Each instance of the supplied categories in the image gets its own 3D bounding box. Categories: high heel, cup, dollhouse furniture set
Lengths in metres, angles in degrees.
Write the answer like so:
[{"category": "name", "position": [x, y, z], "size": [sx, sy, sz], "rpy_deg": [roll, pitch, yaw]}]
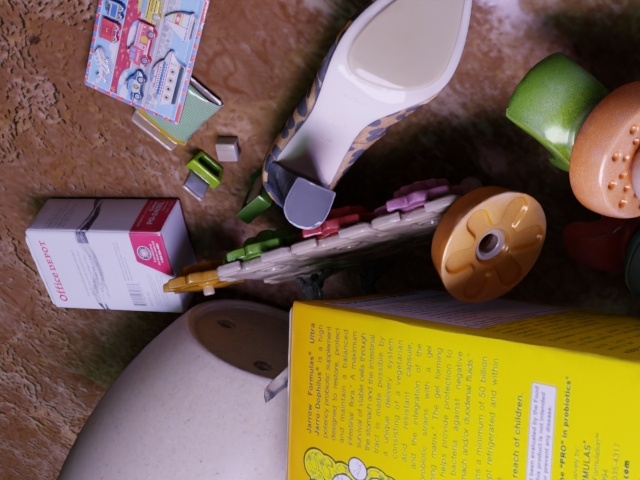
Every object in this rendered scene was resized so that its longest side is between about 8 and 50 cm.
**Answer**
[{"category": "high heel", "position": [0.034, -0.136, 0.836], "size": [0.093, 0.186, 0.261], "rpy_deg": [33, 96, -12]}, {"category": "cup", "position": [-0.090, 0.202, 1.017], "size": [0.331, 0.331, 0.237], "rpy_deg": [18, 109, -1]}, {"category": "dollhouse furniture set", "position": [-0.110, -0.084, 0.911], "size": [0.152, 0.058, 0.076], "rpy_deg": [40, 128, -19]}]

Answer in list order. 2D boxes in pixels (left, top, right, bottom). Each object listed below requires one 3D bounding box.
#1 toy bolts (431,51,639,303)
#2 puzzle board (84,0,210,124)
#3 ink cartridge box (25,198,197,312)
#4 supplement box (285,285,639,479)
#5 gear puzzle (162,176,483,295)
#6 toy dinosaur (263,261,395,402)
[{"category": "toy bolts", "position": [0.229, 0.004, 0.761], "size": [0.228, 0.158, 0.218], "rpy_deg": [31, 100, -40]}, {"category": "puzzle board", "position": [-0.156, -0.173, 0.860], "size": [0.096, 0.011, 0.128], "rpy_deg": [25, 126, 5]}, {"category": "ink cartridge box", "position": [-0.214, 0.015, 1.021], "size": [0.150, 0.063, 0.109], "rpy_deg": [2, 130, 14]}, {"category": "supplement box", "position": [0.163, 0.157, 0.792], "size": [0.356, 0.194, 0.195], "rpy_deg": [6, 96, 43]}, {"category": "gear puzzle", "position": [0.000, 0.000, 0.919], "size": [0.339, 0.175, 0.044], "rpy_deg": [-17, 79, 26]}, {"category": "toy dinosaur", "position": [0.034, 0.085, 0.955], "size": [0.064, 0.118, 0.268], "rpy_deg": [-20, 166, 37]}]
